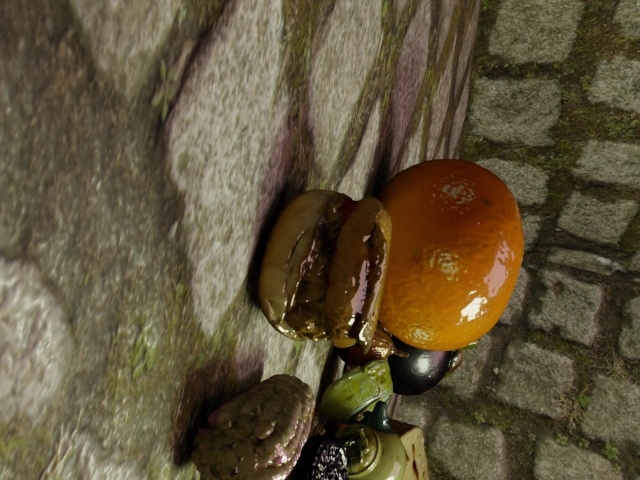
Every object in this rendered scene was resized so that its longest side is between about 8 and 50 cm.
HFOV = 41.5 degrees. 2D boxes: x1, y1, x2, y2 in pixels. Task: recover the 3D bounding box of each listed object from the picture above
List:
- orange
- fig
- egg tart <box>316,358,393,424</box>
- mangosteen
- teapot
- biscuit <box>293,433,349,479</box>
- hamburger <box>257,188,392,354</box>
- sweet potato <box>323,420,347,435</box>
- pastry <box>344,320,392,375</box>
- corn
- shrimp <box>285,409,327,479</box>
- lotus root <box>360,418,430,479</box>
[{"bbox_3d":[0.253,0.028,1.853,0.424,0.326,0.423,-164,-90,-84],"label":"orange"},{"bbox_3d":[0.103,0.230,1.854,0.119,0.153,0.119,-31,137,-34],"label":"fig"},{"bbox_3d":[0.083,0.338,1.825,0.197,0.078,0.197,-27,154,-15],"label":"egg tart"},{"bbox_3d":[0.267,0.274,2.226,0.275,0.302,0.274,176,-90,-85],"label":"mangosteen"},{"bbox_3d":[0.076,0.456,1.739,0.269,0.173,0.182,-57,143,-21],"label":"teapot"},{"bbox_3d":[0.003,0.454,1.577,0.194,0.053,0.194,-3,90,-66],"label":"biscuit"},{"bbox_3d":[0.012,0.038,1.186,0.244,0.163,0.244,8,90,-83],"label":"hamburger"},{"bbox_3d":[0.026,0.511,1.880,0.112,0.112,0.359,64,42,-71],"label":"sweet potato"},{"bbox_3d":[0.122,0.258,2.065,0.115,0.097,0.208,93,12,-80],"label":"pastry"},{"bbox_3d":[-0.071,0.254,1.130,0.335,0.127,0.126,-2,106,-79],"label":"corn"},{"bbox_3d":[-0.035,0.375,1.629,0.236,0.053,0.133,-39,121,-64],"label":"shrimp"},{"bbox_3d":[0.101,0.574,2.022,0.316,0.250,0.316,-42,139,-52],"label":"lotus root"}]
